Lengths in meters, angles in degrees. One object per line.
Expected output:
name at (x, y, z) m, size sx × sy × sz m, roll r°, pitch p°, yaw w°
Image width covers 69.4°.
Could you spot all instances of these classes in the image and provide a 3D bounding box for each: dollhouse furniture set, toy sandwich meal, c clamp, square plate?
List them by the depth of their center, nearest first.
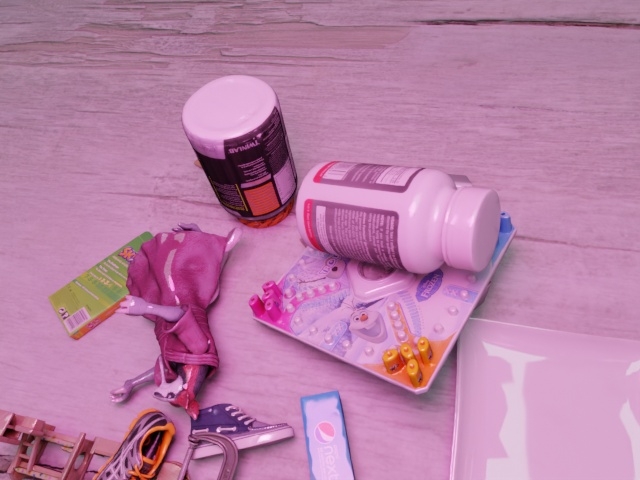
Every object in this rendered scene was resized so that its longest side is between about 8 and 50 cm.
c clamp at (-0.214, 0.394, 0.774) m, size 0.137 × 0.022 × 0.160 m, roll 21°, pitch 80°, yaw 15°
square plate at (0.399, 0.315, 0.775) m, size 0.348 × 0.049 × 0.343 m, roll 7°, pitch 59°, yaw 12°
dollhouse furniture set at (-0.457, 0.373, 0.789) m, size 0.182 × 0.160 × 0.101 m, roll 7°, pitch 60°, yaw 13°
toy sandwich meal at (-0.264, 0.430, 0.804) m, size 0.086 × 0.029 × 0.085 m, roll -4°, pitch 58°, yaw 6°

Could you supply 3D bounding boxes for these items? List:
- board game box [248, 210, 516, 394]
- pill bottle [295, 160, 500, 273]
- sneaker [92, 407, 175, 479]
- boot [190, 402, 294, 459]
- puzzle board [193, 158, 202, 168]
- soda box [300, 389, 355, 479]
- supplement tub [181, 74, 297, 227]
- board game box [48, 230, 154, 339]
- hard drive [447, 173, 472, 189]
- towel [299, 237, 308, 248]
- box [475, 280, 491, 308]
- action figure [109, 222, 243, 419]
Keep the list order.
board game box at (0.109, 0.049, 0.886) m, size 0.390 × 0.050 × 0.390 m, roll 15°, pitch 53°, yaw 38°
pill bottle at (0.129, -0.041, 0.797) m, size 0.319 × 0.176 × 0.176 m, roll 12°, pitch 59°, yaw 36°
sneaker at (-0.321, 0.395, 0.788) m, size 0.083 × 0.084 × 0.214 m, roll -10°, pitch 50°, yaw 43°
boot at (-0.145, 0.329, 0.827) m, size 0.190 × 0.069 × 0.086 m, roll -12°, pitch 63°, yaw 1°
puzzle board at (-0.259, -0.226, 1.229) m, size 0.097 × 0.011 × 0.128 m, roll 29°, pitch 65°, yaw 24°
soda box at (0.017, 0.371, 0.781) m, size 0.071 × 0.067 × 0.209 m, roll -11°, pitch 58°, yaw 0°
supplement tub at (-0.157, -0.174, 1.001) m, size 0.194 × 0.316 × 0.193 m, roll -3°, pitch 57°, yaw 5°
board game box at (-0.466, 0.093, 1.042) m, size 0.259 × 0.039 × 0.124 m, roll -39°, pitch 62°, yaw -13°
hard drive at (0.165, -0.130, 1.020) m, size 0.308 × 0.040 × 0.203 m, roll 7°, pitch 15°, yaw 12°
towel at (0.000, 0.000, 1.051) m, size 0.083 × 0.009 × 0.060 m, roll -25°, pitch 57°, yaw -8°
box at (0.221, 0.107, 0.906) m, size 0.171 × 0.091 × 0.130 m, roll -36°, pitch 60°, yaw -14°
action figure at (-0.267, 0.167, 0.907) m, size 0.276 × 0.248 × 0.370 m, roll -2°, pitch 53°, yaw -33°
